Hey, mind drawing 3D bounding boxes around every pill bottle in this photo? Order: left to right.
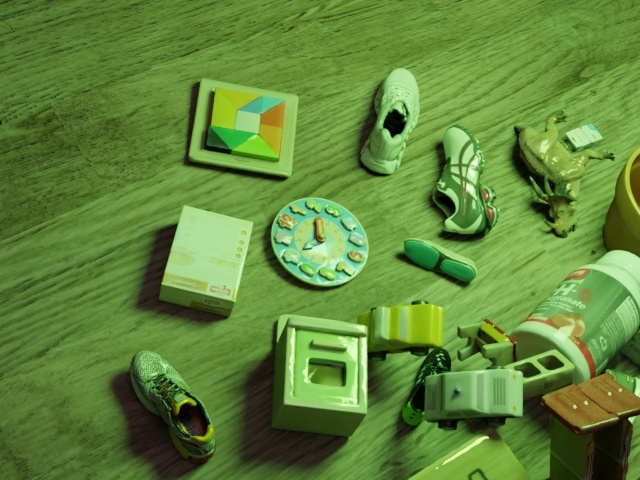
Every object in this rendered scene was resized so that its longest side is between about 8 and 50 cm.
[{"bbox_3d":[0.531,0.158,1.886,0.176,0.176,0.319,44,58,14],"label":"pill bottle"}]

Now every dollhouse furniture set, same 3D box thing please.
[{"bbox_3d":[0.406,0.301,1.701,0.152,0.201,0.374,-14,28,-21],"label":"dollhouse furniture set"}]

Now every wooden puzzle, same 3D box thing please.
[{"bbox_3d":[-0.162,-0.250,2.042,0.221,0.044,0.238,9,57,-9],"label":"wooden puzzle"}]

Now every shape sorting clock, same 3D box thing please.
[{"bbox_3d":[0.000,0.000,1.929,0.206,0.040,0.206,6,57,-10],"label":"shape sorting clock"}]

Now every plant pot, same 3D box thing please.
[{"bbox_3d":[0.748,-0.043,2.052,0.291,0.203,0.290,7,56,-11],"label":"plant pot"}]

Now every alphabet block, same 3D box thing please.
[{"bbox_3d":[0.246,0.468,1.609,0.197,0.192,0.193,-25,69,-27],"label":"alphabet block"}]

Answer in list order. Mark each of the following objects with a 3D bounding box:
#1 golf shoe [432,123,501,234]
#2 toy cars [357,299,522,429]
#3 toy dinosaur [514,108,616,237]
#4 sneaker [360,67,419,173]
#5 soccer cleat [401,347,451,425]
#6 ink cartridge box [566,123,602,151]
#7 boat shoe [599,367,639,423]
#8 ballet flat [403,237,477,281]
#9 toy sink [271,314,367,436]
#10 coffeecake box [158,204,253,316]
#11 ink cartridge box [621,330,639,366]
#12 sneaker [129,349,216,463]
[{"bbox_3d":[0.298,-0.137,2.059,0.120,0.105,0.272,-7,60,-10],"label":"golf shoe"},{"bbox_3d":[0.190,0.214,1.697,0.176,0.087,0.394,-55,47,6],"label":"toy cars"},{"bbox_3d":[0.512,-0.172,2.127,0.200,0.127,0.295,-30,64,-21],"label":"toy dinosaur"},{"bbox_3d":[0.171,-0.286,2.110,0.110,0.118,0.292,16,55,-2],"label":"sneaker"},{"bbox_3d":[0.209,0.271,1.793,0.060,0.072,0.179,29,56,5],"label":"soccer cleat"},{"bbox_3d":[0.620,-0.242,2.248,0.083,0.028,0.048,-20,65,-25],"label":"ink cartridge box"},{"bbox_3d":[0.534,0.372,1.796,0.091,0.109,0.305,26,53,7],"label":"boat shoe"},{"bbox_3d":[0.248,0.037,1.973,0.168,0.057,0.052,27,28,-1],"label":"ballet flat"},{"bbox_3d":[0.000,0.222,1.735,0.153,0.131,0.234,9,56,-9],"label":"toy sink"},{"bbox_3d":[-0.220,0.039,1.830,0.143,0.068,0.185,14,56,-6],"label":"coffeecake box"},{"bbox_3d":[0.682,0.211,1.923,0.088,0.122,0.052,42,58,12],"label":"ink cartridge box"},{"bbox_3d":[-0.251,0.277,1.658,0.088,0.092,0.225,-33,71,-29],"label":"sneaker"}]
